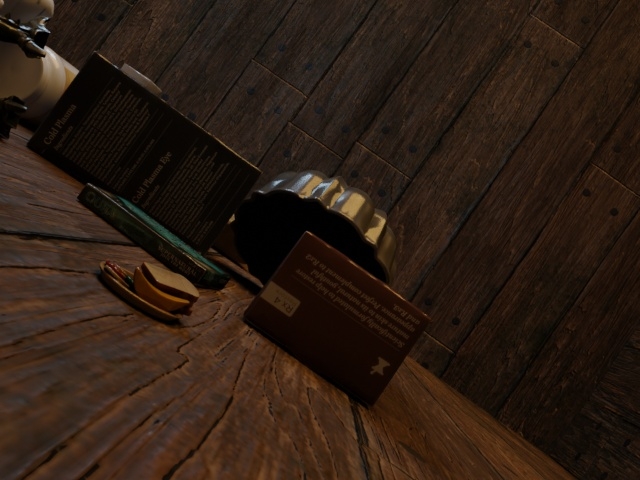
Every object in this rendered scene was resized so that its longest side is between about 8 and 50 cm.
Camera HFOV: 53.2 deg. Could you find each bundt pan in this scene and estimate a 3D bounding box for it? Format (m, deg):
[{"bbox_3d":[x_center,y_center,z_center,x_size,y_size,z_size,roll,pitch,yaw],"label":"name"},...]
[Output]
[{"bbox_3d":[0.000,0.000,1.207,0.331,0.124,0.330,19,-40,17],"label":"bundt pan"}]

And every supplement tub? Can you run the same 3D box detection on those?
[{"bbox_3d":[-0.536,-0.291,1.223,0.144,0.144,0.200,35,-1,8],"label":"supplement tub"}]

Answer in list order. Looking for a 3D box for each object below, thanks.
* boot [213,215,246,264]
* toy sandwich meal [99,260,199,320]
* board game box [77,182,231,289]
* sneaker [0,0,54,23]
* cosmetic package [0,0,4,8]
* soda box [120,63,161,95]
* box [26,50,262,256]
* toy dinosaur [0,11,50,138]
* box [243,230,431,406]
[{"bbox_3d":[-0.256,-0.052,1.487,0.262,0.095,0.203,37,-2,-14],"label":"boot"},{"bbox_3d":[-0.135,0.035,0.510,0.086,0.029,0.085,35,-2,1],"label":"toy sandwich meal"},{"bbox_3d":[-0.207,-0.002,0.817,0.186,0.026,0.126,35,-2,8],"label":"board game box"},{"bbox_3d":[-0.608,-0.388,1.142,0.297,0.111,0.129,-10,-14,24],"label":"sneaker"},{"bbox_3d":[-0.726,-0.444,1.010,0.453,0.161,0.230,34,-2,35],"label":"cosmetic package"},{"bbox_3d":[-0.434,-0.257,1.345,0.074,0.216,0.069,35,-1,9],"label":"soda box"},{"bbox_3d":[-0.299,-0.146,1.130,0.313,0.179,0.343,35,-2,-16],"label":"box"},{"bbox_3d":[-0.468,-0.231,0.780,0.218,0.164,0.322,19,26,-33],"label":"toy dinosaur"},{"bbox_3d":[0.015,0.095,0.935,0.191,0.143,0.381,35,0,-1],"label":"box"}]
